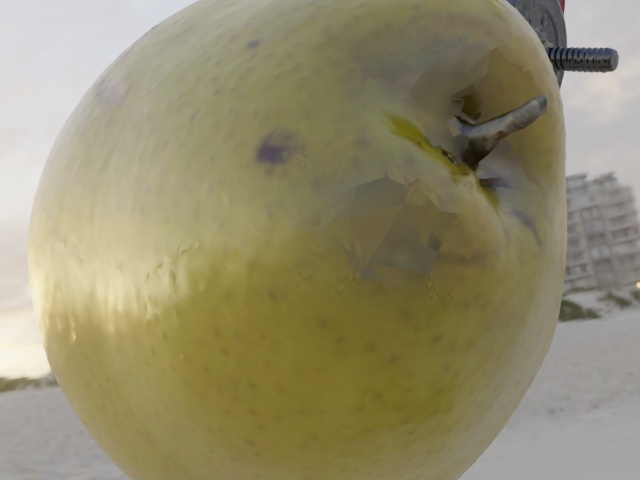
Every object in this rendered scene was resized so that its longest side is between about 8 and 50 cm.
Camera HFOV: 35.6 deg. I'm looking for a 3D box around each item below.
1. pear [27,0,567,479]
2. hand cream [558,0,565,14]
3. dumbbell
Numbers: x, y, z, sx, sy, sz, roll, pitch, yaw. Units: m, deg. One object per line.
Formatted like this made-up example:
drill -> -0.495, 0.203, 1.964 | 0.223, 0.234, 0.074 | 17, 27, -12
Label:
pear -> 0.003, 0.012, 0.484 | 0.285, 0.285, 0.336 | -6, 16, -22
hand cream -> 0.274, -0.368, 1.546 | 0.193, 0.193, 0.125 | -11, 22, 1
dumbbell -> 0.135, -0.181, 0.984 | 0.325, 0.143, 0.143 | 10, 3, 37
